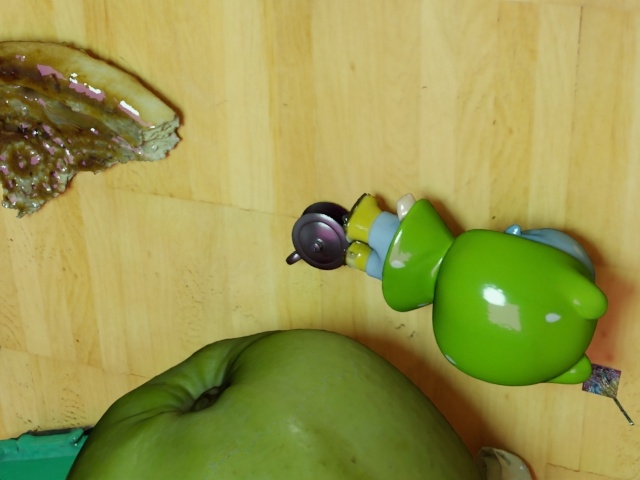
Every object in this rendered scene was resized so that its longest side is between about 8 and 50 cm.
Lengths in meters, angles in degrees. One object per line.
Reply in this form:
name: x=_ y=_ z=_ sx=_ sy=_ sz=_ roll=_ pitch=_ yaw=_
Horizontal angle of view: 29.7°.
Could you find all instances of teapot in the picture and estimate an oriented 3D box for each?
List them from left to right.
teapot: x=0.000 y=0.000 z=1.222 sx=0.100 sy=0.045 sz=0.068 roll=-34 pitch=99 yaw=33

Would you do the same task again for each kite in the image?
kite: x=0.284 y=0.154 z=1.209 sx=0.044 sy=0.002 sz=0.078 roll=-7 pitch=114 yaw=27

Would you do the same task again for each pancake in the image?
pancake: x=-0.292 y=-0.105 z=1.286 sx=0.266 sy=0.057 sz=0.244 roll=29 pitch=126 yaw=6

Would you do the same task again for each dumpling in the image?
dumpling: x=0.192 y=0.252 z=1.283 sx=0.077 sy=0.043 sz=0.059 roll=33 pitch=144 yaw=-16

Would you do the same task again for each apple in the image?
apple: x=-0.047 y=0.319 z=1.188 sx=0.474 sy=0.473 sz=0.473 roll=11 pitch=121 yaw=18

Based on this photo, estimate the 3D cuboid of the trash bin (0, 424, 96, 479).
trash bin: x=-0.314 y=0.407 z=1.386 sx=0.295 sy=0.381 sz=0.259 roll=-10 pitch=114 yaw=28

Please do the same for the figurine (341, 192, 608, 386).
figurine: x=0.141 y=0.042 z=1.135 sx=0.263 sy=0.143 sz=0.162 roll=24 pitch=129 yaw=24
